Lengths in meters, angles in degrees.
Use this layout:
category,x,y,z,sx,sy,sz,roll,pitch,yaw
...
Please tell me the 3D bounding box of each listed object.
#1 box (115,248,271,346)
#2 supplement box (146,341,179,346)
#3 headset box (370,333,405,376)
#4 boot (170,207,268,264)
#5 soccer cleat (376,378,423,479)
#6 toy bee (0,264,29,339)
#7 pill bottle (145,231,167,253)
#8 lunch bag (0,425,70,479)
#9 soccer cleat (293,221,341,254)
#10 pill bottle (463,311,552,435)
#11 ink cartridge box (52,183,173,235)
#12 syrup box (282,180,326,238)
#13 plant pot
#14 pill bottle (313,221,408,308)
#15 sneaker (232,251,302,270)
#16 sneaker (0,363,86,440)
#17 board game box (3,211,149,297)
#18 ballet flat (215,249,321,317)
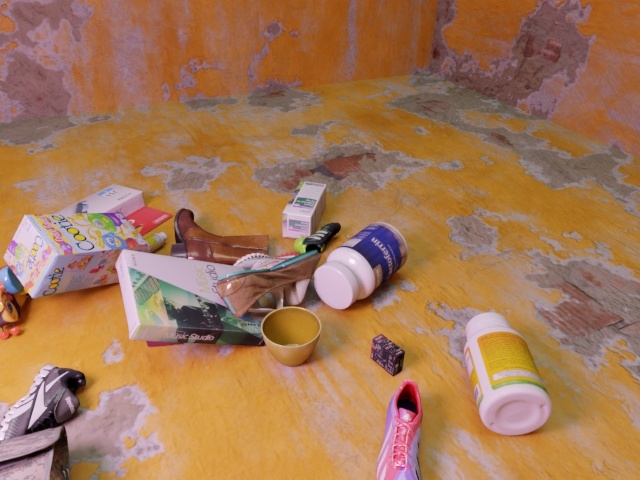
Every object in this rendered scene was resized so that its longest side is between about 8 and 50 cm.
category,x,y,z,sx,sy,sz,roll,pitch,yaw
box,-0.291,0.135,1.190,0.322,0.058,0.232,10,34,-38
supplement box,-0.381,0.156,1.264,0.081,0.104,0.188,-7,33,-1
headset box,0.149,0.257,1.170,0.032,0.062,0.083,-22,38,-33
boot,-0.296,-0.013,1.548,0.281,0.096,0.264,-3,32,-9
soccer cleat,0.153,0.373,0.958,0.083,0.095,0.248,8,33,9
toy bee,-0.780,0.153,1.246,0.196,0.162,0.298,-16,11,13
pill bottle,-0.504,0.006,1.556,0.044,0.043,0.083,18,35,24
lunch bag,-0.515,0.420,0.786,0.236,0.168,0.287,-11,35,-21
soccer cleat,0.000,0.000,1.582,0.179,0.060,0.072,-27,51,-27
pill bottle,0.382,0.270,1.091,0.137,0.136,0.245,2,33,1
ink cartridge box,-0.676,-0.075,1.658,0.261,0.066,0.296,15,35,23
syrup box,-0.049,-0.101,1.696,0.093,0.096,0.236,8,32,10
plant pot,-0.067,0.230,1.174,0.135,0.095,0.134,1,33,-1
pill bottle,0.110,0.066,1.387,0.153,0.153,0.265,24,39,31
sneaker,-0.137,0.086,1.406,0.226,0.087,0.092,-8,35,-14
sneaker,-0.536,0.333,1.008,0.106,0.078,0.234,0,30,2
board game box,-0.606,0.027,1.299,0.142,0.144,0.275,45,22,17
ballet flat,-0.107,0.112,1.267,0.116,0.124,0.343,-20,-3,36
